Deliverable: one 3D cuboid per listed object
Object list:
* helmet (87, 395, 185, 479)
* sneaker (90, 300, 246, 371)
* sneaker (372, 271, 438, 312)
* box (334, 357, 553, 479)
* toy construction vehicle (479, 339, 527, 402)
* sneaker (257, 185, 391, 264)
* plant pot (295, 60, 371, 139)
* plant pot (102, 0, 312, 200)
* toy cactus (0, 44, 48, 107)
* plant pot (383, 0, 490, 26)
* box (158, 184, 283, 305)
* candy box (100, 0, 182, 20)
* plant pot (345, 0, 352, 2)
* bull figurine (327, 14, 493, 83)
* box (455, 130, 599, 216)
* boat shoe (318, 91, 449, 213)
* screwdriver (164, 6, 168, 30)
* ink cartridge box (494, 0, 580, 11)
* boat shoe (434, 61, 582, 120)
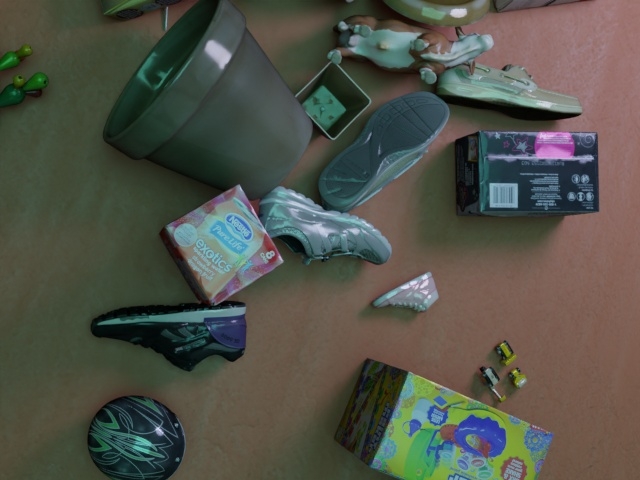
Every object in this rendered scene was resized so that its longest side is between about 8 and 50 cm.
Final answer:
[{"bbox_3d":[-0.325,0.353,1.609,0.169,0.161,0.170,0,88,-12],"label":"helmet"},{"bbox_3d":[-0.273,0.182,1.660,0.283,0.107,0.124,-2,94,-12],"label":"sneaker"},{"bbox_3d":[0.171,0.118,1.780,0.134,0.051,0.070,-24,88,-16],"label":"sneaker"},{"bbox_3d":[0.214,0.360,1.663,0.289,0.279,0.177,24,83,-11],"label":"box"},{"bbox_3d":[0.362,0.263,1.827,0.086,0.035,0.098,-38,98,-22],"label":"toy construction vehicle"},{"bbox_3d":[0.000,0.000,1.707,0.281,0.105,0.115,21,74,-18],"label":"sneaker"},{"bbox_3d":[0.014,-0.260,1.739,0.109,0.096,0.109,46,81,-7],"label":"plant pot"},{"bbox_3d":[-0.177,-0.223,1.613,0.280,0.323,0.323,38,80,-24],"label":"plant pot"},{"bbox_3d":[-0.599,-0.270,1.622,0.218,0.112,0.181,7,105,-14],"label":"toy cactus"},{"bbox_3d":[0.218,-0.496,1.755,0.236,0.032,0.236,6,49,-7],"label":"plant pot"},{"bbox_3d":[-0.180,0.013,1.583,0.142,0.300,0.154,-30,93,-11],"label":"box"},{"bbox_3d":[-0.257,-0.533,1.634,0.316,0.087,0.183,-15,90,14],"label":"candy box"},{"bbox_3d":[-0.014,-0.620,1.694,0.274,0.256,0.257,27,82,8],"label":"plant pot"},{"bbox_3d":[0.163,-0.361,1.711,0.310,0.188,0.101,10,110,14],"label":"bull figurine"},{"bbox_3d":[0.403,-0.127,1.794,0.247,0.142,0.164,0,89,-11],"label":"box"},{"bbox_3d":[0.120,-0.167,1.767,0.118,0.103,0.320,41,74,12],"label":"boat shoe"},{"bbox_3d":[-0.288,-0.483,1.721,0.024,0.025,0.170,3,86,-12],"label":"screwdriver"},{"bbox_3d":[0.467,-0.572,1.845,0.237,0.100,0.172,-10,89,-12],"label":"ink cartridge box"},{"bbox_3d":[0.381,-0.305,1.816,0.302,0.109,0.098,9,85,-5],"label":"boat shoe"}]
